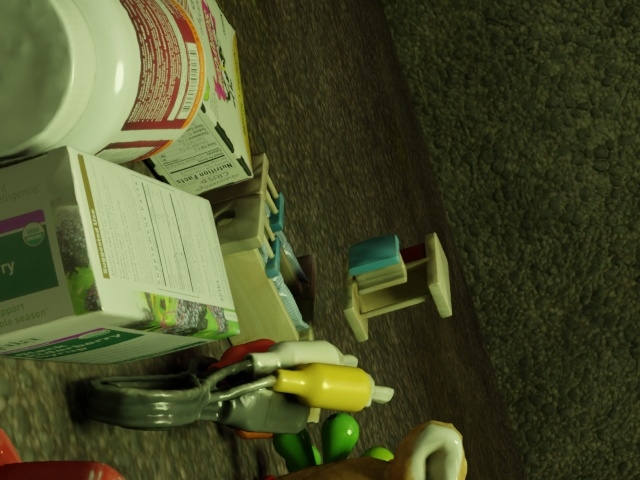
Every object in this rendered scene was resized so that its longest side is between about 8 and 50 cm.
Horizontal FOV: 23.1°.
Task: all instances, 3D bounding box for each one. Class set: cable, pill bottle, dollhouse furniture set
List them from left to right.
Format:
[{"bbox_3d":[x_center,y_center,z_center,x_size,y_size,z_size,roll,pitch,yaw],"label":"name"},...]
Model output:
[{"bbox_3d":[-0.151,-0.102,0.917,0.221,0.121,0.121,-20,94,-77],"label":"pill bottle"},{"bbox_3d":[-0.075,0.089,1.073,0.287,0.139,0.072,16,89,-57],"label":"cable"},{"bbox_3d":[0.000,0.000,1.308,0.129,0.183,0.129,-89,159,-53],"label":"dollhouse furniture set"}]

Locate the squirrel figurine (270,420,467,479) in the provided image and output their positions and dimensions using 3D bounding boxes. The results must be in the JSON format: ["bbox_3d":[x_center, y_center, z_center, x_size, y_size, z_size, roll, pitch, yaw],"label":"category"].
[{"bbox_3d":[0.090,0.294,0.850,0.281,0.397,0.370,113,-31,-46],"label":"squirrel figurine"}]

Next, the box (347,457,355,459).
[{"bbox_3d":[0.031,0.288,1.446,0.162,0.029,0.116,-74,146,-70],"label":"box"}]

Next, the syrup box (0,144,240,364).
[{"bbox_3d":[-0.133,0.016,0.916,0.237,0.093,0.096,20,56,-75],"label":"syrup box"}]

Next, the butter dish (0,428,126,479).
[{"bbox_3d":[-0.110,0.178,0.760,0.160,0.118,0.160,-80,151,-65],"label":"butter dish"}]

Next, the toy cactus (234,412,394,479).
[{"bbox_3d":[-0.010,0.217,1.179,0.219,0.112,0.181,-162,-96,-67],"label":"toy cactus"}]

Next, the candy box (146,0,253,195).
[{"bbox_3d":[-0.130,-0.159,1.201,0.233,0.071,0.159,57,21,-55],"label":"candy box"}]
